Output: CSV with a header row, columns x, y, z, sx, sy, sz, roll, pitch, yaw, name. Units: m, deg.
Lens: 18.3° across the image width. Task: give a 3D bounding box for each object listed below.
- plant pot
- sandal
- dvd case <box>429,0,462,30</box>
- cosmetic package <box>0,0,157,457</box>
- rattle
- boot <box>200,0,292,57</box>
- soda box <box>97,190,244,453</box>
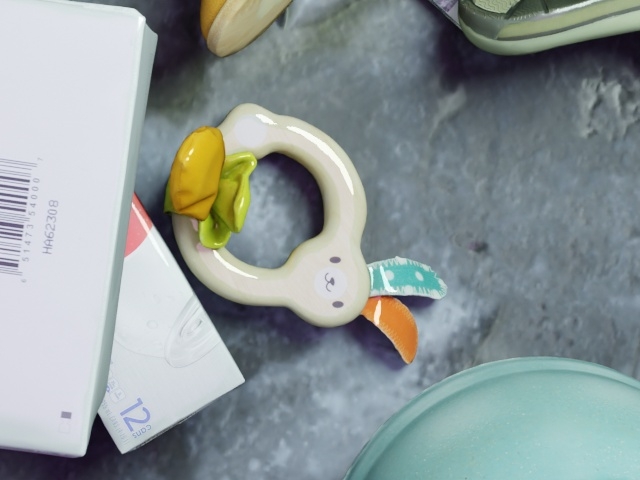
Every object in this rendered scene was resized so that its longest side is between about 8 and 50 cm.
x,y,z,sx,sy,sz,roll,pitch,yaw,name
0.157,0.228,1.238,0.293,0.196,0.293,0,93,-7,plant pot
0.236,-0.155,1.287,0.302,0.120,0.086,-10,122,-5,sandal
0.068,-0.267,1.295,0.221,0.018,0.164,41,87,-7,dvd case
-0.171,-0.018,1.075,0.138,0.225,0.224,8,93,-2,cosmetic package
0.000,0.000,1.242,0.200,0.143,0.130,45,68,-1,rattle
-0.063,-0.280,1.231,0.211,0.104,0.295,30,82,7,boot
-0.158,-0.014,1.239,0.091,0.098,0.286,-30,95,-5,soda box
